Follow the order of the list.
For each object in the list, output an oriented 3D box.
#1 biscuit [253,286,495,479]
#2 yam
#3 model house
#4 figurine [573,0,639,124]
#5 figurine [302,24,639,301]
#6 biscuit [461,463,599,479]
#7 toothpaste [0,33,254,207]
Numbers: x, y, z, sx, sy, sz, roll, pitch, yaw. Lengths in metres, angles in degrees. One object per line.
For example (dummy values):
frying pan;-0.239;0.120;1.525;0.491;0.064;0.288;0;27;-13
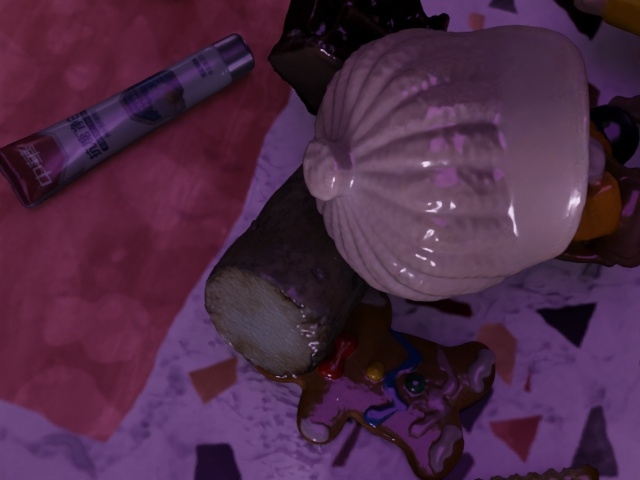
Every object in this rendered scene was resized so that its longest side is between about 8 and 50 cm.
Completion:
biscuit;0.030;0.102;0.754;0.205;0.031;0.138;26;70;9
yam;0.000;0.000;0.733;0.107;0.107;0.194;29;51;9
model house;0.047;-0.176;0.780;0.141;0.203;0.164;16;77;27
figurine;0.351;-0.163;0.793;0.215;0.187;0.343;-26;66;-2
figurine;0.126;-0.042;0.688;0.204;0.332;0.185;-30;69;21
biscuit;0.107;0.249;0.700;0.231;0.016;0.139;-6;74;-5
toothpaste;-0.166;-0.110;0.825;0.239;0.039;0.062;-32;80;-11
